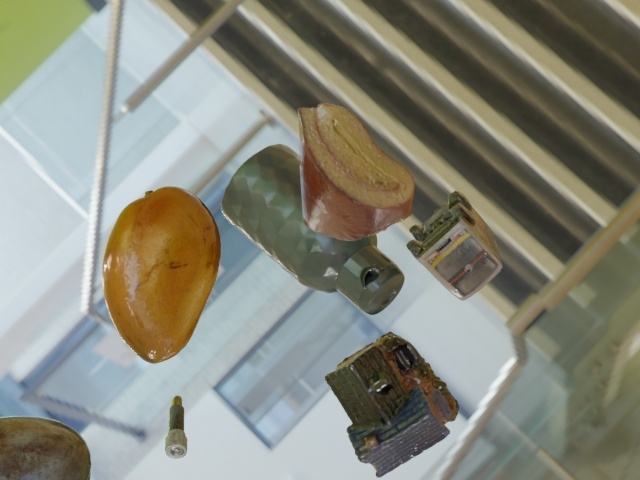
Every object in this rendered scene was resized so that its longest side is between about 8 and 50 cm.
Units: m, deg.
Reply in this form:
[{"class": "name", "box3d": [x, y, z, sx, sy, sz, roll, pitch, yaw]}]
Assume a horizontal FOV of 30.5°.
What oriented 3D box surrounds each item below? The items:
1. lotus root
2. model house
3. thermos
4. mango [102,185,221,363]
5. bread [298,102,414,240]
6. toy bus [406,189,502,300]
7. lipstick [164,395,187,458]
[{"class": "lotus root", "box3d": [-0.272, 0.194, 1.043, 0.165, 0.088, 0.088, 22, -167, -47]}, {"class": "model house", "box3d": [0.105, 0.255, 1.830, 0.182, 0.166, 0.172, 57, -170, 1]}, {"class": "thermos", "box3d": [0.000, 0.000, 1.711, 0.286, 0.145, 0.182, 42, 174, 23]}, {"class": "mango", "box3d": [-0.192, 0.041, 1.421, 0.145, 0.219, 0.112, 18, 156, -29]}, {"class": "bread", "box3d": [0.030, -0.051, 1.147, 0.119, 0.067, 0.192, 30, 157, 19]}, {"class": "toy bus", "box3d": [0.183, 0.005, 1.563, 0.106, 0.092, 0.268, 47, -169, -3]}, {"class": "lipstick", "box3d": [-0.232, 0.297, 1.888, 0.037, 0.037, 0.116, 47, -160, -33]}]
